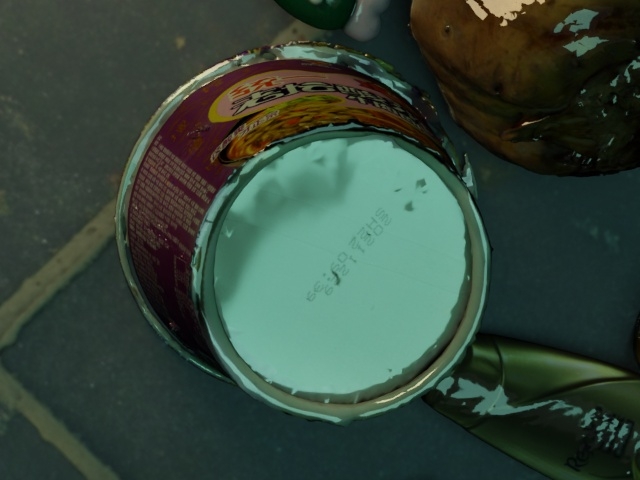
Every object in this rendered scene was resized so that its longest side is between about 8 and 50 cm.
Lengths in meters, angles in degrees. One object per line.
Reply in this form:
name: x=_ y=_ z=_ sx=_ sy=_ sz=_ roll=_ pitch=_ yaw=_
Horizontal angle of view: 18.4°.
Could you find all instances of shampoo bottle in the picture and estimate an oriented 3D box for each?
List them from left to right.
shampoo bottle: x=0.259 y=0.176 z=1.872 sx=0.350 sy=0.084 sz=0.126 roll=23 pitch=95 yaw=-12

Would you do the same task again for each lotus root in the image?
lotus root: x=0.226 y=-0.167 z=1.731 sx=0.272 sy=0.192 sz=0.272 roll=-13 pitch=130 yaw=-16

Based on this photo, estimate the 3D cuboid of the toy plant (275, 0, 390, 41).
toy plant: x=0.028 y=-0.313 z=1.732 sx=0.232 sy=0.112 sz=0.243 roll=-36 pitch=98 yaw=3

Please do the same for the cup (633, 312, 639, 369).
cup: x=0.378 y=0.109 z=1.862 sx=0.138 sy=0.113 sz=0.150 roll=21 pitch=85 yaw=-14

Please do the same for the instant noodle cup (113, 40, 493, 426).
instant noodle cup: x=0.000 y=0.000 z=1.705 sx=0.339 sy=0.266 sz=0.340 roll=-1 pitch=99 yaw=-10
